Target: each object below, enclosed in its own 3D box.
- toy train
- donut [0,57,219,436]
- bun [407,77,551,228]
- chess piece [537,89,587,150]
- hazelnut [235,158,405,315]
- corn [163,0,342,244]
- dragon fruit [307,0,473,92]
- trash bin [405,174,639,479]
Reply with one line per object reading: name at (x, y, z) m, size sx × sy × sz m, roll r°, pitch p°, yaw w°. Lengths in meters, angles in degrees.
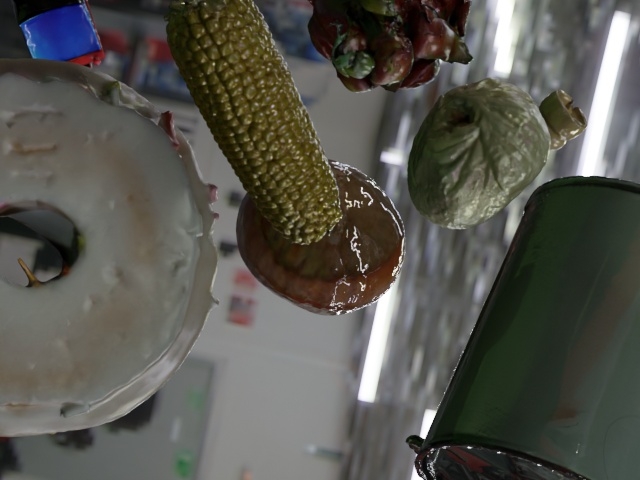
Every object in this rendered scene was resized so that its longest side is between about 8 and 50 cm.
toy train at (-0.305, -0.278, 2.083) m, size 0.131 × 0.083 × 0.204 m, roll 73°, pitch -4°, yaw -50°
donut at (-0.288, 0.004, 1.818) m, size 0.142 × 0.382 × 0.382 m, roll -169°, pitch -89°, yaw -78°
bun at (0.103, -0.066, 1.305) m, size 0.115 × 0.069 × 0.115 m, roll -31°, pitch -145°, yaw 26°
chess piece at (0.197, -0.093, 1.789) m, size 0.122 × 0.066 × 0.066 m, roll -40°, pitch -160°, yaw 22°
hazelnut at (0.000, 0.000, 2.213) m, size 0.176 × 0.214 × 0.214 m, roll -48°, pitch 165°, yaw -34°
corn at (-0.057, -0.114, 1.683) m, size 0.260 × 0.091 × 0.091 m, roll 62°, pitch 24°, yaw -21°
dragon fruit at (0.047, -0.170, 1.294) m, size 0.175 × 0.142 × 0.138 m, roll -61°, pitch 171°, yaw -66°
trash bin at (0.226, 0.112, 1.547) m, size 0.217 × 0.277 × 0.262 m, roll 46°, pitch 58°, yaw -39°
